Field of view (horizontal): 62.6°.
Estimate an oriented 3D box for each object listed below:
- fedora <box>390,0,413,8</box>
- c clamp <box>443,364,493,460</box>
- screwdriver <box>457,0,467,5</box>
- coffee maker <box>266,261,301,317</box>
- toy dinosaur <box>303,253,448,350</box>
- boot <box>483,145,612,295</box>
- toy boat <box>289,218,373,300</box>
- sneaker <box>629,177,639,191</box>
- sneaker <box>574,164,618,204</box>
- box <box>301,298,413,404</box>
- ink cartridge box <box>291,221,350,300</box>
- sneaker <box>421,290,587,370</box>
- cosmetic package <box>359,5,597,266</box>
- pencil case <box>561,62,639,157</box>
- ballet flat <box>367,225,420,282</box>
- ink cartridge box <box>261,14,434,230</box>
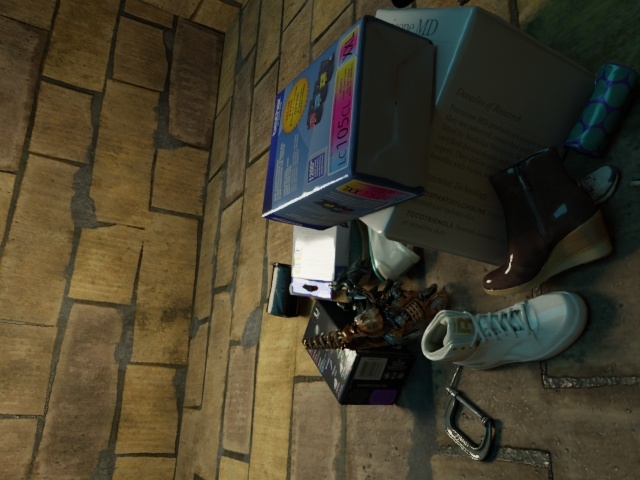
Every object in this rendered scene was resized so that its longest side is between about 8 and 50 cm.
[{"bbox_3d":[0.308,-0.708,1.284,0.152,0.334,0.334,39,120,20],"label":"fedora"},{"bbox_3d":[0.297,0.355,1.066,0.160,0.022,0.137,45,119,59],"label":"c clamp"},{"bbox_3d":[0.397,-0.651,1.286,0.170,0.025,0.024,-48,39,31],"label":"screwdriver"},{"bbox_3d":[-0.127,0.168,1.784,0.120,0.171,0.179,4,85,46],"label":"coffee maker"},{"bbox_3d":[0.118,0.162,1.199,0.218,0.321,0.165,-116,24,-48],"label":"toy dinosaur"},{"bbox_3d":[0.355,-0.027,0.931,0.248,0.090,0.207,-32,92,40],"label":"boot"},{"bbox_3d":[0.031,0.068,1.546,0.318,0.148,0.268,-58,34,34],"label":"toy boat"},{"bbox_3d":[0.524,-0.096,0.811,0.083,0.031,0.037,-2,64,57],"label":"sneaker"},{"bbox_3d":[0.449,-0.081,0.911,0.135,0.058,0.052,-51,38,40],"label":"sneaker"},{"bbox_3d":[0.085,0.278,1.341,0.270,0.165,0.144,46,121,58],"label":"box"},{"bbox_3d":[0.000,0.000,1.442,0.185,0.065,0.312,1,86,49],"label":"ink cartridge box"},{"bbox_3d":[0.313,0.166,0.952,0.292,0.169,0.108,-44,41,46],"label":"sneaker"},{"bbox_3d":[0.247,-0.208,1.054,0.329,0.327,0.394,44,117,59],"label":"cosmetic package"},{"bbox_3d":[0.479,-0.221,0.901,0.070,0.064,0.152,36,112,43],"label":"pencil case"},{"bbox_3d":[0.172,-0.080,1.389,0.139,0.139,0.401,-50,43,43],"label":"ballet flat"},{"bbox_3d":[0.020,-0.176,0.961,0.395,0.151,0.270,-19,63,61],"label":"ink cartridge box"}]
